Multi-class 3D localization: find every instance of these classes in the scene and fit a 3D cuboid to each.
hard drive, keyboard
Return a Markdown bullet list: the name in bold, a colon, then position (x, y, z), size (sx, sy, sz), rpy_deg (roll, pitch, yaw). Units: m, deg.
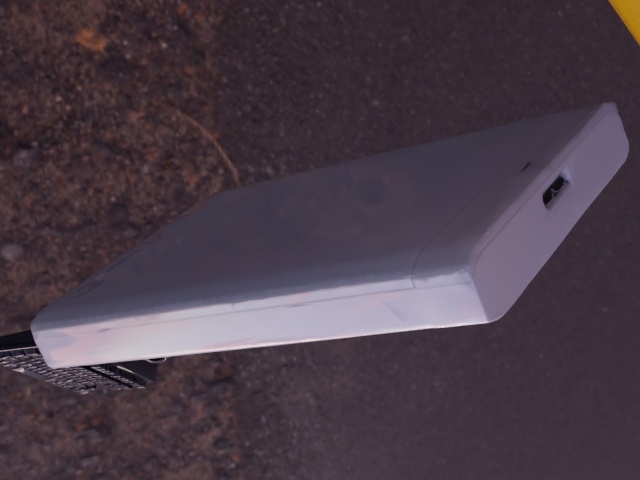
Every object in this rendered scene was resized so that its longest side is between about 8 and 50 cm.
- **hard drive**: position (0.000, 0.000, 0.601), size (0.307, 0.203, 0.040), rpy_deg (-10, 110, 38)
- **keyboard**: position (-0.170, 0.090, 0.771), size (0.108, 0.023, 0.180), rpy_deg (-13, 163, 6)

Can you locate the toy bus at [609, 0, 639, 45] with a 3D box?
- **toy bus**: position (0.148, -0.130, 0.326), size (0.332, 0.108, 0.130), rpy_deg (38, 72, -39)
